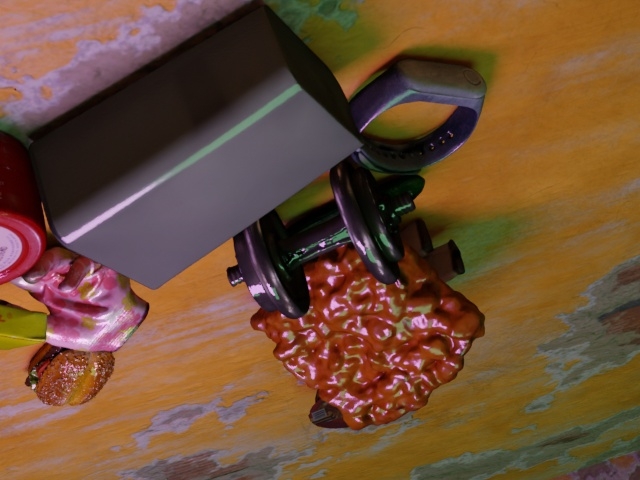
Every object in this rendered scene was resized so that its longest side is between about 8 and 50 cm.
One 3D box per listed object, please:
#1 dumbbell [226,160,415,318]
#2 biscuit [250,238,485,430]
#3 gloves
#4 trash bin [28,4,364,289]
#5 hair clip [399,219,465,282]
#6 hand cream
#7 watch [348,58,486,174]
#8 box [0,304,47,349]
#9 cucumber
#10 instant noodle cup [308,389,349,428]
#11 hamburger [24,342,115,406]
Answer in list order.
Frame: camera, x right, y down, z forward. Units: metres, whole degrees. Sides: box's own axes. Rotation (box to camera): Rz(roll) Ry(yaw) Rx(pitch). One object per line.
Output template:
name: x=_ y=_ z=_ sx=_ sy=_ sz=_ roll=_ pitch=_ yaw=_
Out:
dumbbell: x=0.000 y=0.000 z=1.541 sx=0.289 sy=0.192 sz=0.192 roll=-23 pitch=151 yaw=10
biscuit: x=0.082 y=0.144 z=1.775 sx=0.312 sy=0.110 sz=0.318 roll=42 pitch=121 yaw=-9
gloves: x=-0.370 y=0.069 z=1.528 sx=0.241 sy=0.126 sz=0.145 roll=38 pitch=128 yaw=-24
trash bin: x=-0.142 y=-0.105 z=1.314 sx=0.343 sy=0.158 sz=0.223 roll=-29 pitch=150 yaw=15
hair clip: x=0.088 y=0.089 z=1.863 sx=0.330 sy=0.085 sz=0.101 roll=-36 pitch=139 yaw=29
hand cream: x=-0.430 y=-0.033 z=1.297 sx=0.193 sy=0.125 sz=0.193 roll=-13 pitch=151 yaw=-7
watch: x=0.119 y=-0.163 z=1.471 sx=0.206 sy=0.068 sz=0.193 roll=-2 pitch=146 yaw=-32
box: x=-0.544 y=0.123 z=1.452 sx=0.335 sy=0.047 sz=0.187 roll=-13 pitch=160 yaw=38
cucumber: x=0.030 y=-0.034 z=1.656 sx=0.284 sy=0.056 sz=0.056 roll=-26 pitch=151 yaw=6
instant noodle cup: x=0.093 y=0.287 z=2.205 sx=0.273 sy=0.091 sz=0.274 roll=-15 pitch=150 yaw=-9
hamburger: x=-0.402 y=0.216 z=1.779 sx=0.137 sy=0.087 sz=0.166 roll=5 pitch=143 yaw=-38
